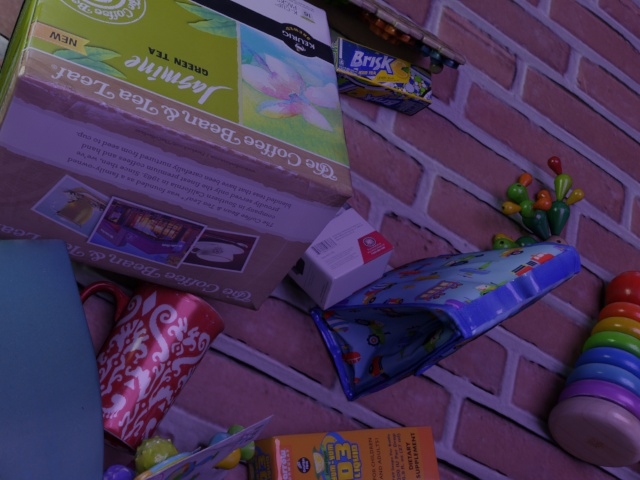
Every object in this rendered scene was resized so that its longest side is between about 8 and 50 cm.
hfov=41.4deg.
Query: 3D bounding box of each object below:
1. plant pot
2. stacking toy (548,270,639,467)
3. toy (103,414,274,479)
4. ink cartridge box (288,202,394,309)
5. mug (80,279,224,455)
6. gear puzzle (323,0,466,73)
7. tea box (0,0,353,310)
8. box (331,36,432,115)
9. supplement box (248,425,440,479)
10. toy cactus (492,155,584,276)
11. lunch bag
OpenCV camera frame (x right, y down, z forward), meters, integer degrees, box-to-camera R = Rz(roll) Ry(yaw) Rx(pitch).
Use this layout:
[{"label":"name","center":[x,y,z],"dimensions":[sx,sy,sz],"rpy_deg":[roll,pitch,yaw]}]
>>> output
[{"label":"plant pot","center":[-0.301,0.140,0.760],"dimensions":[0.165,0.165,0.234],"rpy_deg":[-2,64,-59]},{"label":"stacking toy","center":[0.465,0.179,1.309],"dimensions":[0.141,0.141,0.330],"rpy_deg":[43,52,-12]},{"label":"toy","center":[-0.168,0.238,0.872],"dimensions":[0.237,0.137,0.056],"rpy_deg":[-10,54,-48]},{"label":"ink cartridge box","center":[0.000,0.000,1.081],"dimensions":[0.109,0.063,0.150],"rpy_deg":[-26,59,-35]},{"label":"mug","center":[-0.210,0.134,0.935],"dimensions":[0.150,0.113,0.169],"rpy_deg":[17,62,21]},{"label":"gear puzzle","center":[0.049,-0.335,1.225],"dimensions":[0.338,0.044,0.175],"rpy_deg":[24,20,-22]},{"label":"tea box","center":[-0.168,-0.142,0.911],"dimensions":[0.328,0.220,0.324],"rpy_deg":[17,45,-26]},{"label":"box","center":[0.083,-0.240,1.253],"dimensions":[0.168,0.054,0.059],"rpy_deg":[13,67,-28]},{"label":"supplement box","center":[0.029,0.274,1.036],"dimensions":[0.233,0.080,0.078],"rpy_deg":[2,71,-29]},{"label":"toy cactus","center":[0.357,-0.020,1.331],"dimensions":[0.181,0.112,0.219],"rpy_deg":[57,46,-15]},{"label":"lunch bag","center":[0.165,0.078,1.052],"dimensions":[0.220,0.293,0.138],"rpy_deg":[-21,86,-34]}]
